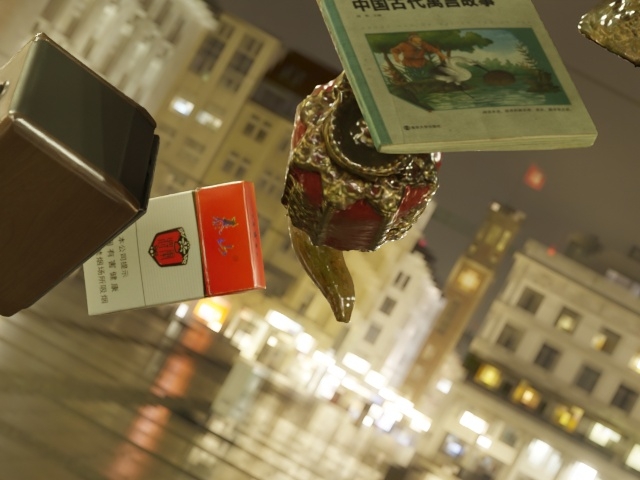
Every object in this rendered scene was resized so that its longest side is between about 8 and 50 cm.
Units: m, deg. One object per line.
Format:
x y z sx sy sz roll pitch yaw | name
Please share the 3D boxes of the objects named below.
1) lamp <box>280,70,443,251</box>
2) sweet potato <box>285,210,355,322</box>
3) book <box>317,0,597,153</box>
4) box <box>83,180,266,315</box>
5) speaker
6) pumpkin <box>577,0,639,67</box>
0.044 -0.081 1.633 0.177 0.177 0.274 29 -13 0 | lamp
0.000 0.000 2.090 0.077 0.077 0.243 35 32 -50 | sweet potato
0.113 -0.181 1.398 0.215 0.025 0.282 -4 47 -18 | book
-0.188 0.012 1.895 0.245 0.139 0.035 -8 -6 25 | box
-0.304 -0.065 1.561 0.192 0.231 0.153 38 35 -26 | speaker
0.336 -0.228 1.406 0.149 0.130 0.254 30 21 23 | pumpkin
